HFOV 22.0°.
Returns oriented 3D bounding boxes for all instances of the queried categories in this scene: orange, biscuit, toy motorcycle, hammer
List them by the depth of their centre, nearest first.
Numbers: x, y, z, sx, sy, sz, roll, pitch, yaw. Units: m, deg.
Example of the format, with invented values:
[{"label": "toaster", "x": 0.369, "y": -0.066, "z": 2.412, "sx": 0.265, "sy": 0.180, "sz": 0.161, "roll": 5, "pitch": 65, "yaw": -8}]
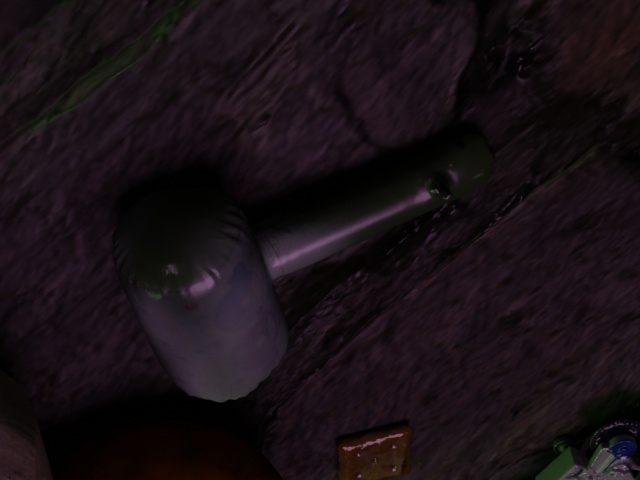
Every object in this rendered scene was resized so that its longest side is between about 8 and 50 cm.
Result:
[{"label": "hammer", "x": 0.000, "y": 0.000, "z": 1.390, "sx": 0.335, "sy": 0.119, "sz": 0.206, "roll": -25, "pitch": 142, "yaw": -4}, {"label": "orange", "x": -0.151, "y": 0.306, "z": 1.570, "sx": 0.283, "sy": 0.226, "sz": 0.284, "roll": -7, "pitch": 134, "yaw": -7}, {"label": "biscuit", "x": 0.056, "y": 0.226, "z": 1.722, "sx": 0.081, "sy": 0.018, "sz": 0.083, "roll": -11, "pitch": 139, "yaw": -9}, {"label": "toy motorcycle", "x": 0.316, "y": 0.273, "z": 1.820, "sx": 0.150, "sy": 0.102, "sz": 0.221, "roll": 25, "pitch": 124, "yaw": -25}]

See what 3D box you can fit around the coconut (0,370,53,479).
[{"label": "coconut", "x": -0.339, "y": 0.235, "z": 1.398, "sx": 0.244, "sy": 0.245, "sz": 0.247, "roll": -13, "pitch": 131, "yaw": -8}]
